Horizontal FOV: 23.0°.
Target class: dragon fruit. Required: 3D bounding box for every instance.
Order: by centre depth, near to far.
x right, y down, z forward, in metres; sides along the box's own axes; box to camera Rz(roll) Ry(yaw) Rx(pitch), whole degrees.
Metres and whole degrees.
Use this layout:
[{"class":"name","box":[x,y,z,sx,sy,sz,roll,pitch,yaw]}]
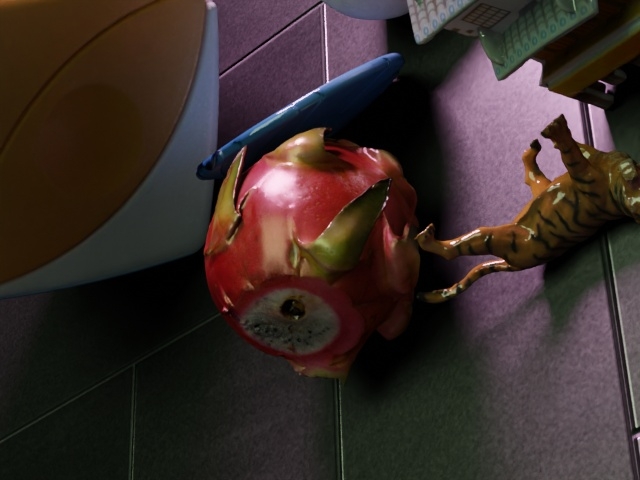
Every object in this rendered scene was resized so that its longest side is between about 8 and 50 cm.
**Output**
[{"class":"dragon fruit","box":[-0.002,0.002,1.481,0.224,0.224,0.227,-27,40,40]}]

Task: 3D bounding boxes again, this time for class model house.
[{"class":"model house","box":[0.205,-0.247,1.316,0.224,0.215,0.198,149,135,-67]}]

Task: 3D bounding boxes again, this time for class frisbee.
[{"class":"frisbee","box":[-0.015,-0.114,1.589,0.242,0.242,0.045,-28,92,39]}]

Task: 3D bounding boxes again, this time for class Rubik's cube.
[{"class":"Rubik's cube","box":[-0.339,-0.155,1.779,0.351,0.347,0.352,24,120,51]}]

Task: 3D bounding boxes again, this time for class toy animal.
[{"class":"toy animal","box":[0.185,-0.015,1.365,0.255,0.114,0.116,-41,85,35]}]

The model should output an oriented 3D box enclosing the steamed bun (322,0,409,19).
[{"class":"steamed bun","box":[0.056,-0.335,1.647,0.177,0.131,0.228,-23,70,11]}]
